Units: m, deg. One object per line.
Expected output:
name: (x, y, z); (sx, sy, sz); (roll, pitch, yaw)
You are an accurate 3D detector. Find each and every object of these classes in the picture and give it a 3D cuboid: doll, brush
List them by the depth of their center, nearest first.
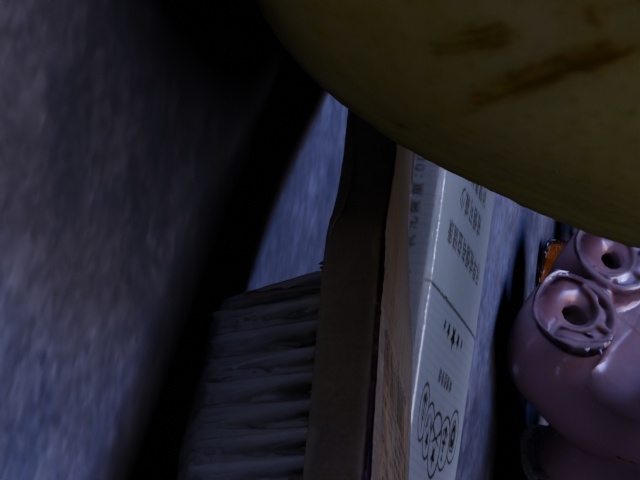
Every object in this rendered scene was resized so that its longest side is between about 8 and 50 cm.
brush: (0.000, 0.000, 0.600); (0.070, 0.065, 0.327); (73, 17, -44)
doll: (0.199, 0.142, 1.253); (0.284, 0.216, 0.268); (-47, 170, -40)

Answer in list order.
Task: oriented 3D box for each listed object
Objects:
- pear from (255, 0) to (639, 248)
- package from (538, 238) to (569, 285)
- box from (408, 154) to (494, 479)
pear: (0.120, -0.138, 0.530); (0.309, 0.309, 0.309); (7, 90, -76)
package: (0.170, 0.052, 1.333); (0.077, 0.033, 0.110); (-7, 92, -51)
box: (0.038, 0.062, 0.799); (0.139, 0.035, 0.245); (45, 53, -73)
